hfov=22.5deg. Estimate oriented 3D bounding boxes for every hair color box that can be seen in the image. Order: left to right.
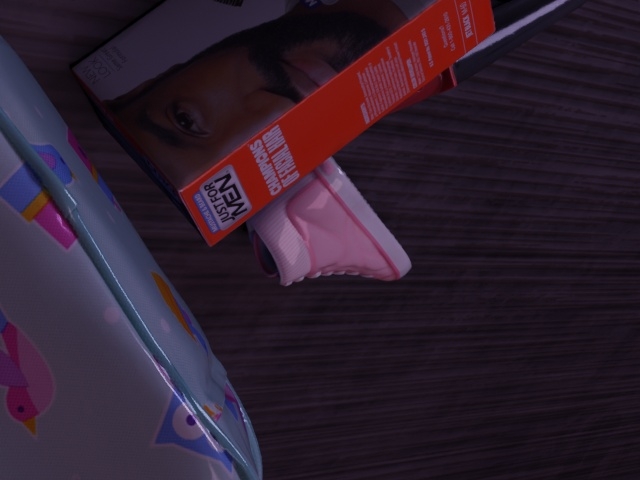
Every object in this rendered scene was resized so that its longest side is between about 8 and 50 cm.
[{"bbox_3d":[-0.015,-0.086,0.725,0.167,0.093,0.053,-38,150,-8],"label":"hair color box"}]

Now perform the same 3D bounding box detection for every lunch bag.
[{"bbox_3d":[-0.168,0.043,0.545,0.224,0.279,0.108,-35,-175,2],"label":"lunch bag"}]

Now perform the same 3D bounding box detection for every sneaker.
[{"bbox_3d":[0.000,0.000,0.902,0.070,0.051,0.134,-41,147,1],"label":"sneaker"}]

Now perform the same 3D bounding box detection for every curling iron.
[{"bbox_3d":[0.053,-0.096,0.853,0.274,0.035,0.068,-23,145,-30],"label":"curling iron"}]
